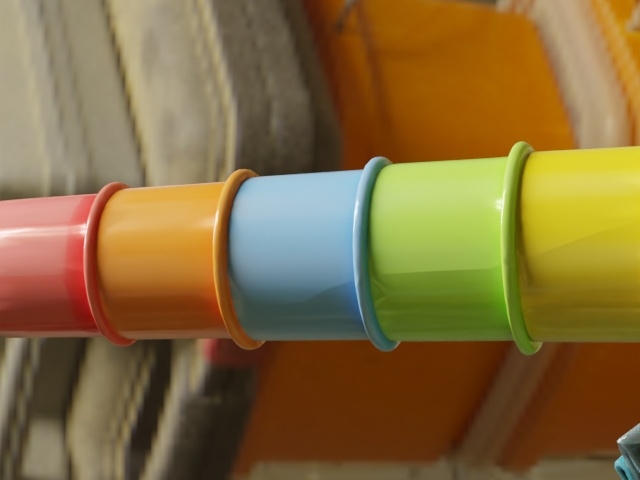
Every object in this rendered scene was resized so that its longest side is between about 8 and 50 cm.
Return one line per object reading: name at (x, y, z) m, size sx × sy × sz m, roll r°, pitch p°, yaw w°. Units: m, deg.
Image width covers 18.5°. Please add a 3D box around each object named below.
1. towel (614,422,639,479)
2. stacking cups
towel at (0.264, 0.089, 0.924) m, size 0.040 × 0.370 × 0.271 m, roll 4°, pitch 127°, yaw 40°
stacking cups at (0.000, 0.000, 0.856) m, size 0.096 × 0.316 × 0.096 m, roll 0°, pitch -90°, yaw -72°
